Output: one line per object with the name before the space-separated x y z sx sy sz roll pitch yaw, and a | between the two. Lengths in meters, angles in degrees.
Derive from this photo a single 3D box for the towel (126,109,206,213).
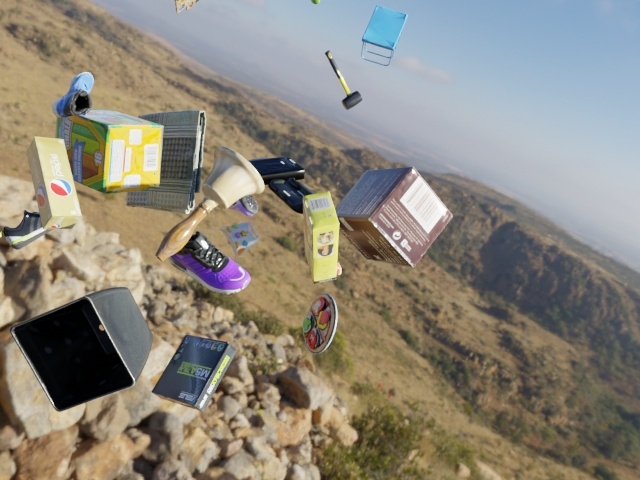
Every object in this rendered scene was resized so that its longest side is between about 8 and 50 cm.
towel | -0.479 -0.245 1.715 0.324 0.312 0.056 7 -1 36

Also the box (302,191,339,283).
box | 0.000 0.000 1.162 0.058 0.232 0.087 -12 58 -7

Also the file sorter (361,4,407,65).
file sorter | 0.226 -0.733 1.977 0.118 0.170 0.104 19 -23 7

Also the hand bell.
hand bell | -0.232 -0.054 1.065 0.126 0.242 0.126 32 -22 15

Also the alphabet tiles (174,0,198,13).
alphabet tiles | -0.378 -0.798 1.698 0.009 0.198 0.237 45 -7 -9

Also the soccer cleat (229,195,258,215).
soccer cleat | -0.335 -0.161 2.049 0.109 0.116 0.318 37 7 -47

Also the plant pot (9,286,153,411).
plant pot | -0.444 0.191 1.084 0.188 0.188 0.167 65 14 -11

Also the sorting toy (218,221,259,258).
sorting toy | -0.186 -0.012 1.303 0.075 0.045 0.083 -25 79 -36

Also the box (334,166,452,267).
box | 0.163 -0.057 1.306 0.168 0.167 0.203 45 -16 -22

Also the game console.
game console | -0.116 -0.155 1.556 0.213 0.043 0.361 -12 33 -28

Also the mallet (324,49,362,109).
mallet | 0.057 -0.487 1.681 0.189 0.062 0.039 49 -3 -29

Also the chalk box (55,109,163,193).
chalk box | -0.593 -0.253 1.482 0.289 0.180 0.179 19 20 29

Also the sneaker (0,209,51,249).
sneaker | -0.896 -0.064 1.742 0.097 0.235 0.084 59 -24 -15

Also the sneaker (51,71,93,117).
sneaker | -0.594 -0.364 1.372 0.085 0.058 0.152 6 52 24

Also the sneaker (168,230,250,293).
sneaker | -0.347 0.052 1.652 0.293 0.146 0.102 23 46 16

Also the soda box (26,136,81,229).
soda box | -0.534 -0.115 1.098 0.058 0.061 0.181 -4 67 -46

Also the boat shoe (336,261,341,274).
boat shoe | 0.009 0.034 1.402 0.043 0.049 0.137 23 27 -52

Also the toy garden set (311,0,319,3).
toy garden set | 0.027 -0.792 1.470 0.049 0.244 0.204 24 -2 14

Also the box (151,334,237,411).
box | -0.339 0.350 1.472 0.191 0.184 0.045 1 -40 40

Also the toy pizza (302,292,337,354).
toy pizza | -0.010 0.267 1.780 0.032 0.201 0.201 16 17 -27
